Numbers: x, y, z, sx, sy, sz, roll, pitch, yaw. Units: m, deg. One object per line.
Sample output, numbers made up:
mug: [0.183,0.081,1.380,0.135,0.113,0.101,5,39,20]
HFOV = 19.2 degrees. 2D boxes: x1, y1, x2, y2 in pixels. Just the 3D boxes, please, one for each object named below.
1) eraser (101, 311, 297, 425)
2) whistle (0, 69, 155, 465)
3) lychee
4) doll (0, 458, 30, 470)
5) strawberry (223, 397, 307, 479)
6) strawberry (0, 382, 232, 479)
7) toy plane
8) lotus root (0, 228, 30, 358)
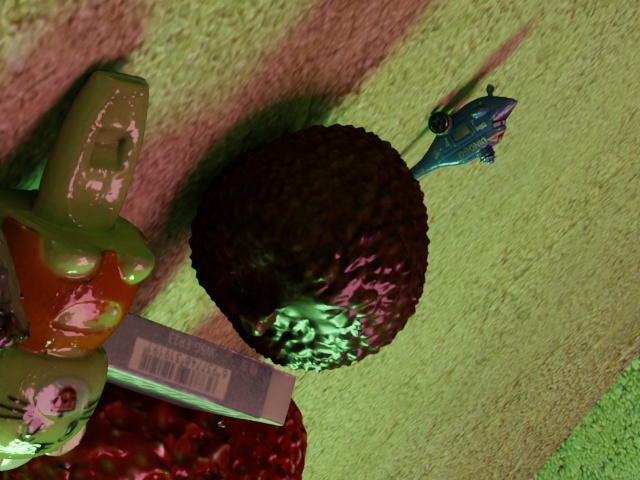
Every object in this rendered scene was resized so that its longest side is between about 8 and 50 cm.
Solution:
eraser: [-0.121,0.090,1.405,0.212,0.092,0.046,24,76,-43]
whistle: [-0.172,0.028,1.207,0.131,0.106,0.288,8,111,-43]
lychee: [-0.005,0.004,1.436,0.194,0.194,0.194,-36,163,-13]
doll: [-0.278,0.134,1.294,0.181,0.110,0.107,-32,180,-30]
strawberry: [-0.102,0.229,1.808,0.244,0.205,0.205,-53,176,-43]
strawberry: [-0.200,0.184,1.488,0.234,0.234,0.178,-43,140,8]
toy plane: [0.108,-0.075,1.680,0.167,0.062,0.054,-35,166,18]
lotus root: [-0.217,0.008,1.073,0.070,0.144,0.143,-39,174,-35]
